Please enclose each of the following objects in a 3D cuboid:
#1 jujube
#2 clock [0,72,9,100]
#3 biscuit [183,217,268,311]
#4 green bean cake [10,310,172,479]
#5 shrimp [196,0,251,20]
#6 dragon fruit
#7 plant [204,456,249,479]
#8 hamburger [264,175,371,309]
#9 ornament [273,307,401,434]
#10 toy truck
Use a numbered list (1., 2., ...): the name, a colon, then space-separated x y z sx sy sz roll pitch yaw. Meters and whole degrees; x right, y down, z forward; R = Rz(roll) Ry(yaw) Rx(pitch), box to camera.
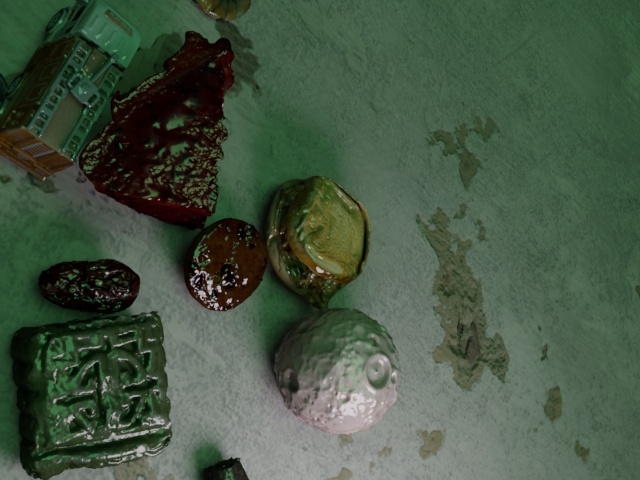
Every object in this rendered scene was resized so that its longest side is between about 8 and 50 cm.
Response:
1. jujube: -0.393 0.075 1.212 0.165 0.104 0.104 12 76 -27
2. clock: -0.561 -0.250 1.178 0.085 0.017 0.085 7 79 -37
3. biscuit: -0.179 0.048 1.374 0.192 0.049 0.192 -22 122 -42
4. green bean cake: -0.375 0.252 1.179 0.241 0.132 0.255 0 82 -41
5. shrimp: -0.199 -0.566 1.492 0.150 0.051 0.217 10 85 -40
6. dragon fruit: -0.281 -0.196 1.269 0.227 0.286 0.329 8 83 -10
7. plant: -0.164 0.483 1.327 0.092 0.094 0.143 -14 87 -49
8. hamburger: 0.000 0.000 1.497 0.243 0.146 0.286 -14 85 -44
9. ornament: 0.043 0.263 1.434 0.259 0.225 0.260 7 78 -36
10. toy truck: -0.416 -0.264 1.188 0.136 0.162 0.305 39 61 -37
